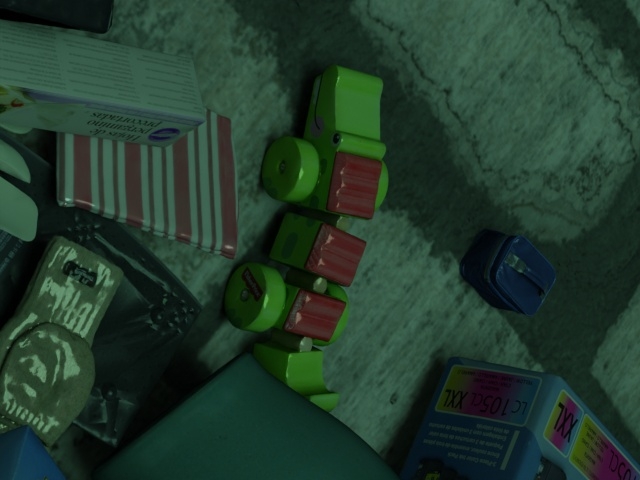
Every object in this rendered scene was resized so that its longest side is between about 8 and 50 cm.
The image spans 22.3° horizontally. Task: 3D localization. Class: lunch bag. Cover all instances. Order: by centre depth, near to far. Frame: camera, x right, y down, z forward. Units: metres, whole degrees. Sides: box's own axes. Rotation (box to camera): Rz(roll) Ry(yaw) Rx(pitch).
[{"bbox_3d":[0.210,0.038,1.767,0.098,0.065,0.067,41,73,-36],"label":"lunch bag"}]

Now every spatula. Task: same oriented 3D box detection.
[{"bbox_3d":[-0.320,-0.105,1.272,0.242,0.019,0.168,32,38,-35],"label":"spatula"}]

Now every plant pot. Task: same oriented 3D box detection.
[{"bbox_3d":[-0.059,0.250,1.460,0.272,0.271,0.255,-37,89,-27],"label":"plant pot"}]

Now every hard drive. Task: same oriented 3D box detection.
[{"bbox_3d":[-0.236,0.042,1.382,0.255,0.054,0.172,42,62,-23],"label":"hard drive"}]

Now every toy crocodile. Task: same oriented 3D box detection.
[{"bbox_3d":[0.000,0.000,1.567,0.115,0.105,0.340,17,88,-39],"label":"toy crocodile"}]

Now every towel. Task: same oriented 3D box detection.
[{"bbox_3d":[-0.154,-0.069,1.441,0.197,0.029,0.144,19,55,-37],"label":"towel"}]

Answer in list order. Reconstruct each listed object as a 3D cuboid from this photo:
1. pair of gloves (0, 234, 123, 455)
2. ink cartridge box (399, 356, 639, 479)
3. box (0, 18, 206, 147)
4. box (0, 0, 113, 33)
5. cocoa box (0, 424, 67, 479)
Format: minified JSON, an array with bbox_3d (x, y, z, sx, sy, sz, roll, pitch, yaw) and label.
[{"bbox_3d":[-0.287,0.072,1.290,0.240,0.042,0.204,23,74,-33],"label":"pair of gloves"},{"bbox_3d":[0.181,0.364,1.710,0.270,0.151,0.395,44,63,-40],"label":"ink cartridge box"},{"bbox_3d":[-0.236,-0.132,1.314,0.324,0.063,0.067,5,64,-46],"label":"box"},{"bbox_3d":[-0.295,-0.332,1.217,0.296,0.183,0.294,10,94,-41],"label":"box"},{"bbox_3d":[-0.326,0.331,1.190,0.347,0.231,0.228,-20,119,14],"label":"cocoa box"}]
